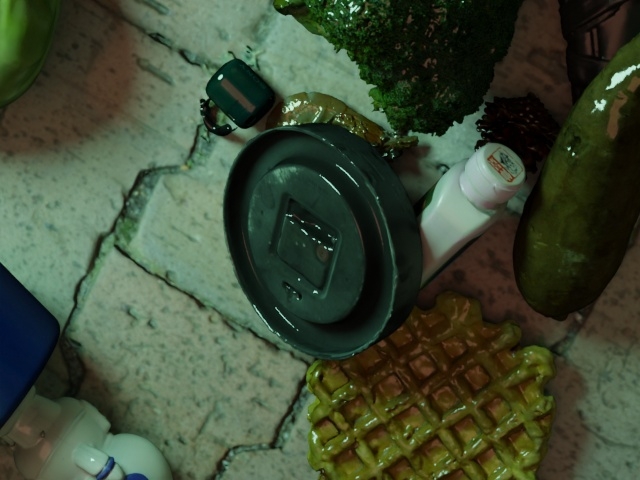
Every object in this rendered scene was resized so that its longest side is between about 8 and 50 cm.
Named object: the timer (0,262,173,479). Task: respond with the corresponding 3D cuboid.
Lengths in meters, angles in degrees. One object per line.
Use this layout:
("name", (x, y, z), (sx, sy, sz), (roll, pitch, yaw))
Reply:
("timer", (-0.341, 0.232, 1.861), (0.383, 0.270, 0.270), (39, 107, -14))

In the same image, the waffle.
("waffle", (0.127, 0.212, 1.844), (0.302, 0.068, 0.324), (10, 102, 8))

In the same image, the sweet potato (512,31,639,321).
("sweet potato", (0.304, -0.074, 1.676), (0.131, 0.130, 0.422), (20, 124, 6))

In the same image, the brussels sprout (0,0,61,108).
("brussels sprout", (-0.441, -0.295, 1.745), (0.328, 0.247, 0.328), (3, 124, 5))

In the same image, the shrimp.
("shrimp", (0.024, -0.123, 1.800), (0.184, 0.043, 0.091), (11, 101, 9))

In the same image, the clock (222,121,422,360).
("clock", (0.000, 0.000, 1.752), (0.281, 0.055, 0.280), (20, 119, 41))

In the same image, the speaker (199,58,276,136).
("speaker", (-0.106, -0.161, 1.806), (0.075, 0.060, 0.094), (45, 106, 0))

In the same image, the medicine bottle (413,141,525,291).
("medicine bottle", (0.145, -0.025, 1.720), (0.078, 0.115, 0.219), (43, 135, 0))

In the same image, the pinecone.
("pinecone", (0.223, -0.114, 1.743), (0.102, 0.102, 0.109), (16, 132, 7))

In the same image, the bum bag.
("bum bag", (0.340, -0.219, 1.702), (0.142, 0.079, 0.326), (-8, 103, 15))

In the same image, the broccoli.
("broccoli", (0.091, -0.278, 1.654), (0.283, 0.321, 0.303), (-3, 123, 46))
